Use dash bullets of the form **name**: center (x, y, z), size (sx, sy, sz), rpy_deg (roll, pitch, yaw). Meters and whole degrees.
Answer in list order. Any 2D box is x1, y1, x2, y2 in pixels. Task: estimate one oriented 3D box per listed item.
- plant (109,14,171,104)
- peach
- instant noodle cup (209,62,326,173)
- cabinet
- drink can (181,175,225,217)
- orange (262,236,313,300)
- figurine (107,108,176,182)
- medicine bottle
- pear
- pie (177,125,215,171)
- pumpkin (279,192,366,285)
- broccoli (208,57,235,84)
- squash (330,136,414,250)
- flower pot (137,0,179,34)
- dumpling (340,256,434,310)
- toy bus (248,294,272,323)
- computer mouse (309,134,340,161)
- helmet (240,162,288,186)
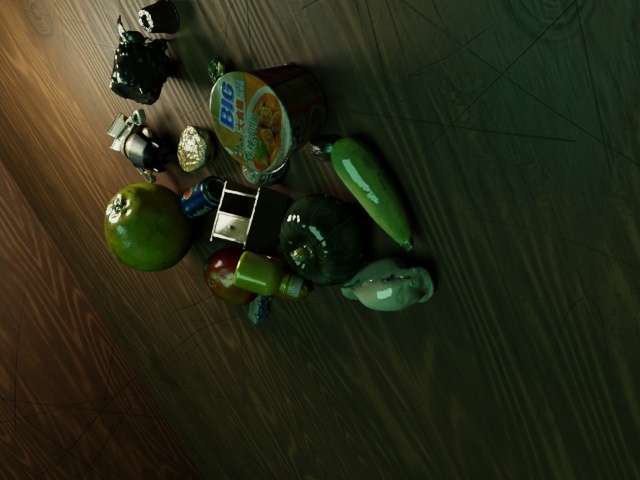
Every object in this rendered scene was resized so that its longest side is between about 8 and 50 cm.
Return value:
- **plant**: center (-0.596, -0.578, 1.730), size (0.178, 0.204, 0.234), rpy_deg (-13, 67, 61)
- **peach**: center (-0.334, 0.137, 2.011), size (0.243, 0.199, 0.243), rpy_deg (21, 132, 25)
- **instant noodle cup**: center (-0.134, -0.363, 1.480), size (0.296, 0.214, 0.296), rpy_deg (21, 131, 27)
- **cabinet**: center (-0.239, -0.074, 1.738), size (0.175, 0.148, 0.215), rpy_deg (14, 89, 39)
- **drink can**: center (-0.433, -0.158, 1.949), size (0.205, 0.118, 0.118), rpy_deg (-24, 102, 46)
- **orange**: center (-0.127, 0.102, 1.833), size (0.158, 0.179, 0.237), rpy_deg (-17, 117, 1)
- **figurine**: center (-0.688, -0.357, 2.006), size (0.308, 0.143, 0.308), rpy_deg (37, 155, 20)
- **medicine bottle**: center (-0.162, 0.121, 1.684), size (0.212, 0.122, 0.122), rpy_deg (18, 133, 0)
- **pear**: center (-0.663, -0.051, 2.052), size (0.352, 0.352, 0.413), rpy_deg (33, 169, 18)
- **pie**: center (-0.451, -0.331, 1.873), size (0.193, 0.079, 0.163), rpy_deg (-10, 102, 44)
- **pumpkin**: center (0.000, 0.000, 1.628), size (0.300, 0.207, 0.300), rpy_deg (27, 133, 33)
- **broccoli**: center (-0.305, -0.521, 1.616), size (0.095, 0.097, 0.092), rpy_deg (15, 141, -8)
- **squash**: center (0.162, -0.135, 1.471), size (0.370, 0.118, 0.118), rpy_deg (52, 138, -7)
- **flower pot**: center (-0.519, -0.703, 1.655), size (0.111, 0.089, 0.111), rpy_deg (21, 130, 28)
- **dumpling**: center (0.214, 0.143, 1.601), size (0.243, 0.175, 0.227), rpy_deg (22, 174, 43)
- **toy bus**: center (-0.248, 0.259, 2.132), size (0.075, 0.064, 0.190), rpy_deg (40, 138, 28)
- **computer mouse**: center (0.015, -0.269, 1.546), size (0.135, 0.047, 0.079), rpy_deg (9, 123, 38)
- **helmet**: center (-0.196, -0.248, 1.694), size (0.153, 0.107, 0.177), rpy_deg (40, 137, 15)
